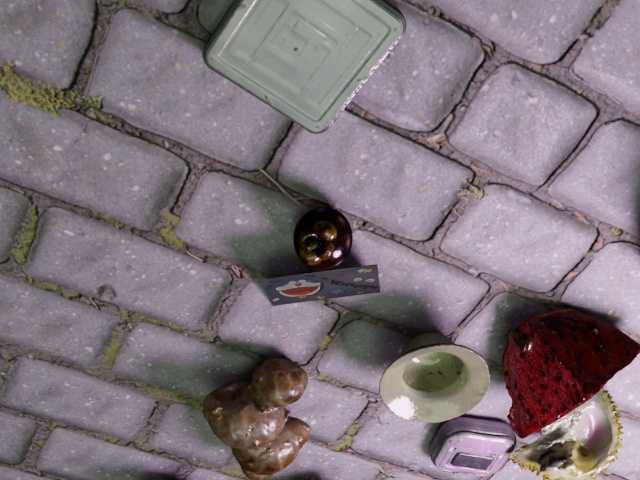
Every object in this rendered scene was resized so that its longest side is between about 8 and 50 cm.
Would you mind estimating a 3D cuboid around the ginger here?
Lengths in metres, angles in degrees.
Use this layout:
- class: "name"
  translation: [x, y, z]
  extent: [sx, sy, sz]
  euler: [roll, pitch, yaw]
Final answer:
- class: "ginger"
  translation: [-0.141, 0.452, 1.772]
  extent: [0.256, 0.176, 0.375]
  euler: [-14, 127, -12]

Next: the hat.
- class: "hat"
  translation: [0.255, 0.288, 1.689]
  extent: [0.257, 0.130, 0.257]
  euler: [-1, 127, -2]

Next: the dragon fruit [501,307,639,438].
- class: "dragon fruit"
  translation: [0.526, 0.330, 1.669]
  extent: [0.302, 0.240, 0.330]
  euler: [28, 115, 1]

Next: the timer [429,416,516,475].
- class: "timer"
  translation: [0.402, 0.547, 1.926]
  extent: [0.209, 0.069, 0.190]
  euler: [8, 128, -10]

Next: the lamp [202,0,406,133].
- class: "lamp"
  translation: [-0.030, -0.346, 1.260]
  extent: [0.267, 0.047, 0.269]
  euler: [30, 120, -20]

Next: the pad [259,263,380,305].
- class: "pad"
  translation: [0.004, 0.097, 1.565]
  extent: [0.246, 0.006, 0.170]
  euler: [-7, 155, 3]

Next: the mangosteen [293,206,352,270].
- class: "mangosteen"
  translation: [0.000, 0.000, 1.461]
  extent: [0.140, 0.140, 0.140]
  euler: [-1, 126, -2]

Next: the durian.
- class: "durian"
  translation: [0.630, 0.510, 1.838]
  extent: [0.306, 0.172, 0.166]
  euler: [-36, 116, 16]
